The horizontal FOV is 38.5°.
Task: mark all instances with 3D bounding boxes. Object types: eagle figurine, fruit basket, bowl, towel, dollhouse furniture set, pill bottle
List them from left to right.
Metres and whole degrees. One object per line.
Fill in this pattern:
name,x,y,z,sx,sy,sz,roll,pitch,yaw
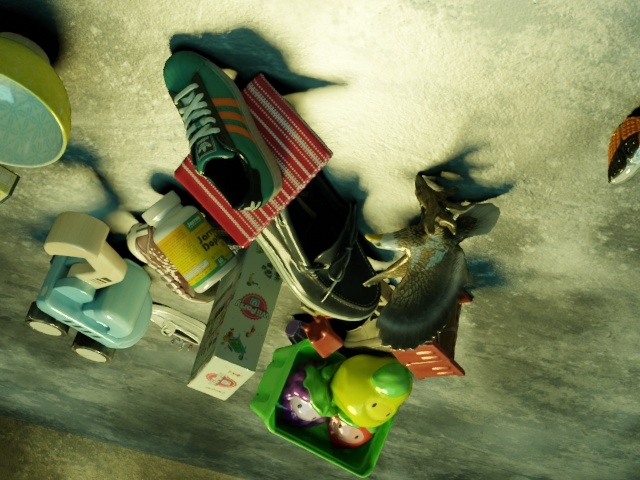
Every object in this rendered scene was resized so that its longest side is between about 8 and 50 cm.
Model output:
bowl,-0.567,-0.278,1.642,0.290,0.156,0.289,11,149,7
pill bottle,-0.282,0.000,1.957,0.208,0.117,0.118,51,141,-6
towel,-0.124,-0.136,1.638,0.199,0.031,0.275,47,119,2
fruit basket,0.063,0.402,2.251,0.392,0.282,0.392,23,166,6
dollhouse furniture set,0.137,0.193,2.060,0.374,0.201,0.152,-8,142,32
eagle figurine,0.190,0.032,1.753,0.225,0.226,0.298,28,131,29

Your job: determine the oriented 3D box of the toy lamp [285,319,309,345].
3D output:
toy lamp,0.006,0.289,2.397,0.080,0.080,0.275,-11,143,36

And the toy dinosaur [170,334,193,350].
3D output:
toy dinosaur,-0.386,0.286,2.596,0.082,0.047,0.090,16,144,-39

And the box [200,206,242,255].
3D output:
box,-0.175,0.002,2.046,0.137,0.036,0.225,1,145,21

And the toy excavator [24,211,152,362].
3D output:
toy excavator,-0.518,0.093,2.134,0.445,0.222,0.433,-12,141,43

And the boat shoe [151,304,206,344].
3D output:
boat shoe,-0.402,0.231,2.486,0.184,0.063,0.066,28,147,-21

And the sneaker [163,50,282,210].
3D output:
sneaker,-0.179,-0.185,1.554,0.108,0.121,0.302,-32,96,29

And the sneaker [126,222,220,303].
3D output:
sneaker,-0.298,0.045,2.104,0.163,0.106,0.281,-19,135,39

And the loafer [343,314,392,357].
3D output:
loafer,0.140,0.230,2.232,0.102,0.092,0.268,21,165,-20

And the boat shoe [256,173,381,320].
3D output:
boat shoe,0.000,0.000,1.828,0.156,0.186,0.500,-3,140,38

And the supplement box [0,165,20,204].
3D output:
supplement box,-0.736,-0.128,2.055,0.083,0.056,0.083,34,144,-28

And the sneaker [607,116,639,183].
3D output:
sneaker,0.544,-0.158,1.421,0.121,0.099,0.262,14,151,-8

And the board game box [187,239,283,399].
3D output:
board game box,-0.175,0.164,1.975,0.098,0.303,0.224,23,149,-12
